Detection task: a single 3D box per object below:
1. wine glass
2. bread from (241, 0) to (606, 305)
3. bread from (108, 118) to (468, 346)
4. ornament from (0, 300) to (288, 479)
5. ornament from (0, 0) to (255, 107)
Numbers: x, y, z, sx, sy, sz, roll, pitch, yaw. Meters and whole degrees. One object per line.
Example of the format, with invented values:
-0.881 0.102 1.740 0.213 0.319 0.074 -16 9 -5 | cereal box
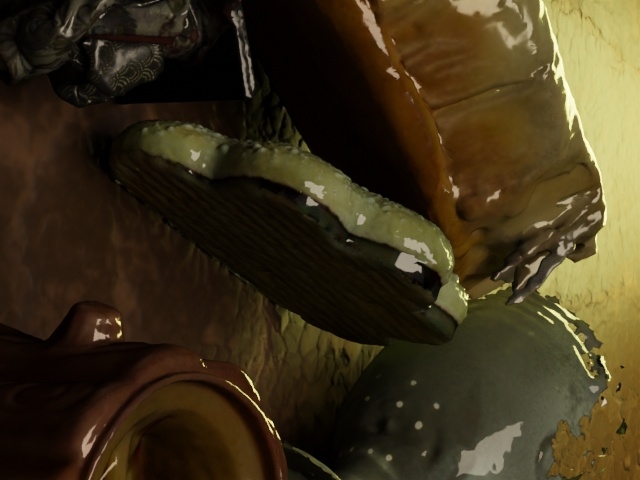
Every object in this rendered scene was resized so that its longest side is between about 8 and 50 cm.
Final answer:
0.077 0.161 1.087 0.357 0.190 0.190 -23 108 -46 | wine glass
0.058 -0.126 1.015 0.183 0.236 0.388 -26 117 -3 | bread
0.000 0.000 0.969 0.286 0.207 0.056 41 64 -48 | bread
-0.146 0.134 0.758 0.235 0.218 0.221 16 78 -52 | ornament
-0.162 -0.135 0.828 0.196 0.166 0.153 -19 104 -36 | ornament
